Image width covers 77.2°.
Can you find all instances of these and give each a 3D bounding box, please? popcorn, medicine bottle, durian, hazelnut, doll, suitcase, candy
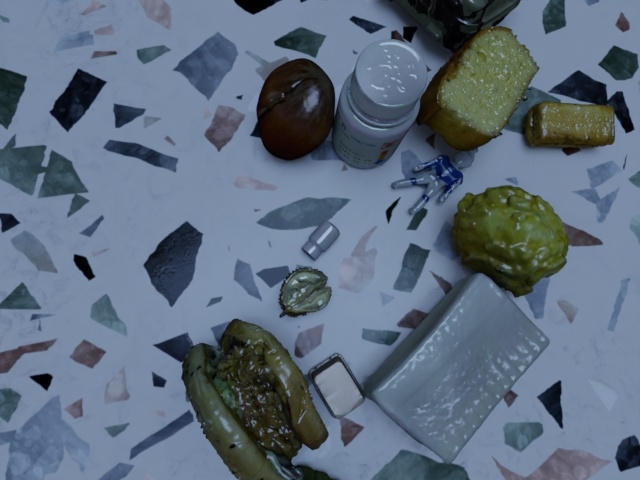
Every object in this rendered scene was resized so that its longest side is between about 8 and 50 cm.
[{"bbox_3d":[0.396,0.012,0.869,0.192,0.233,0.266,-42,124,-34],"label":"popcorn"},{"bbox_3d":[0.000,0.000,0.932,0.052,0.052,0.089,41,80,4],"label":"medicine bottle"},{"bbox_3d":[-0.046,0.125,0.898,0.140,0.071,0.110,-41,89,-23],"label":"durian"},{"bbox_3d":[0.119,-0.279,0.868,0.170,0.293,0.170,1,81,-5],"label":"medicine bottle"},{"bbox_3d":[-0.060,-0.300,0.917,0.181,0.181,0.212,-14,82,-7],"label":"hazelnut"},{"bbox_3d":[0.294,-0.156,0.979,0.227,0.057,0.114,-33,77,1],"label":"doll"},{"bbox_3d":[0.347,-0.679,1.008,0.339,0.194,0.351,-38,81,-16],"label":"suitcase"},{"bbox_3d":[0.281,0.259,0.858,0.208,0.145,0.359,44,81,3],"label":"candy"}]

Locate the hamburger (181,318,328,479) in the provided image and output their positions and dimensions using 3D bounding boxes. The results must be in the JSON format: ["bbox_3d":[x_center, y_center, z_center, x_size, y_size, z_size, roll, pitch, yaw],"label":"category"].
[{"bbox_3d":[-0.126,0.306,0.767,0.195,0.277,0.318,-34,79,-17],"label":"hamburger"}]

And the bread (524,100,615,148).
[{"bbox_3d":[0.625,-0.288,1.007,0.211,0.083,0.114,3,85,-3],"label":"bread"}]

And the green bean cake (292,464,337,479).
[{"bbox_3d":[-0.012,0.591,0.795,0.200,0.113,0.214,27,79,2],"label":"green bean cake"}]

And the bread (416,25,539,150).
[{"bbox_3d":[0.350,-0.337,0.948,0.194,0.179,0.340,39,65,-2],"label":"bread"}]

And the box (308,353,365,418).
[{"bbox_3d":[0.038,0.319,0.873,0.089,0.062,0.122,-31,82,-8],"label":"box"}]
